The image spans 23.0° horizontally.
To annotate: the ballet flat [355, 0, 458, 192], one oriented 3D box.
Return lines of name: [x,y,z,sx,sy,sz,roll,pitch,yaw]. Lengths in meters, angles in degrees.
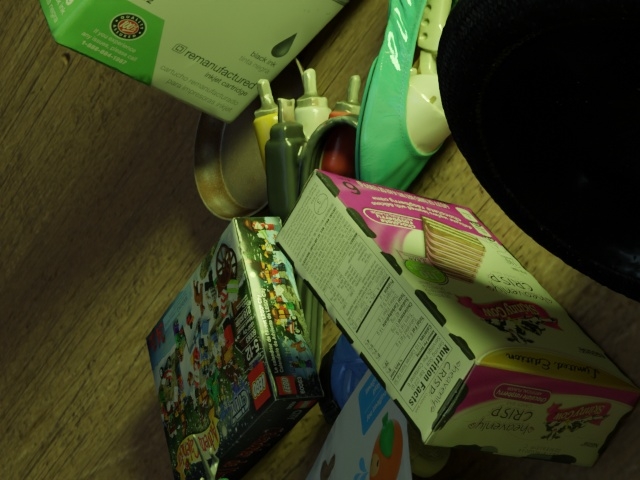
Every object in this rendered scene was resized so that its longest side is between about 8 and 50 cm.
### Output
ballet flat: [0.087,-0.144,1.227,0.087,0.083,0.247,8,87,36]

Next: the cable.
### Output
cable: [0.000,0.000,1.317,0.139,0.072,0.287,2,96,37]

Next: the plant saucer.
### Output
plant saucer: [-0.057,-0.097,1.431,0.168,0.029,0.169,-21,62,46]

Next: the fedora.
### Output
fedora: [0.236,-0.091,0.927,0.334,0.334,0.152,-2,44,51]

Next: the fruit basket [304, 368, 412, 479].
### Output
fruit basket: [-0.003,0.294,1.107,0.327,0.165,0.353,118,152,-44]

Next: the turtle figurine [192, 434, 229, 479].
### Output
turtle figurine: [-0.132,0.276,1.255,0.118,0.175,0.234,-127,28,-51]

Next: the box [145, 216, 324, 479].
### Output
box: [-0.078,0.104,1.321,0.233,0.044,0.159,-50,47,52]

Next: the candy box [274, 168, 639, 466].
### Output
candy box: [0.090,0.051,1.093,0.071,0.159,0.233,-60,41,21]

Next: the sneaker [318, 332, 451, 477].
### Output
sneaker: [0.044,0.131,1.210,0.084,0.058,0.152,-50,48,34]

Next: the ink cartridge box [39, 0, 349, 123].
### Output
ink cartridge box: [-0.073,-0.264,1.325,0.289,0.211,0.122,-44,47,24]
